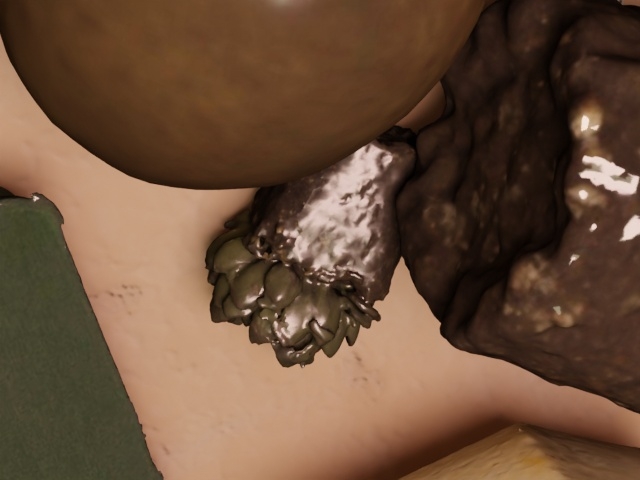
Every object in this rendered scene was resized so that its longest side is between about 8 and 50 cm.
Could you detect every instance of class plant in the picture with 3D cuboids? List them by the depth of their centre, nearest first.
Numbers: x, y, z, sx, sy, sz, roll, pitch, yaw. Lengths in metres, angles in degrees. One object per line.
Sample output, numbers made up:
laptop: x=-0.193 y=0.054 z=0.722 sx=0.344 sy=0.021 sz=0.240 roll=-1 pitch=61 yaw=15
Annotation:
plant: x=0.186 y=-0.006 z=0.719 sx=0.276 sy=0.188 sz=0.199 roll=12 pitch=111 yaw=-28
plant: x=0.000 y=0.000 z=0.782 sx=0.094 sy=0.092 sz=0.143 roll=26 pitch=103 yaw=-23

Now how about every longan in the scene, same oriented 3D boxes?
longan: x=-0.037 y=-0.136 z=0.654 sx=0.246 sy=0.246 sz=0.215 roll=-37 pitch=125 yaw=11

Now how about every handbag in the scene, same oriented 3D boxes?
handbag: x=-0.216 y=0.122 z=0.758 sx=0.260 sy=0.079 sz=0.248 roll=-30 pitch=118 yaw=-26

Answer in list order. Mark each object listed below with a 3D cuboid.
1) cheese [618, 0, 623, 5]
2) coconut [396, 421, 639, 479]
cheese: x=0.141 y=-0.211 z=0.720 sx=0.127 sy=0.054 sz=0.252 roll=3 pitch=114 yaw=-2
coconut: x=0.100 y=0.264 z=0.798 sx=0.323 sy=0.323 sz=0.323 roll=-2 pitch=113 yaw=-4
